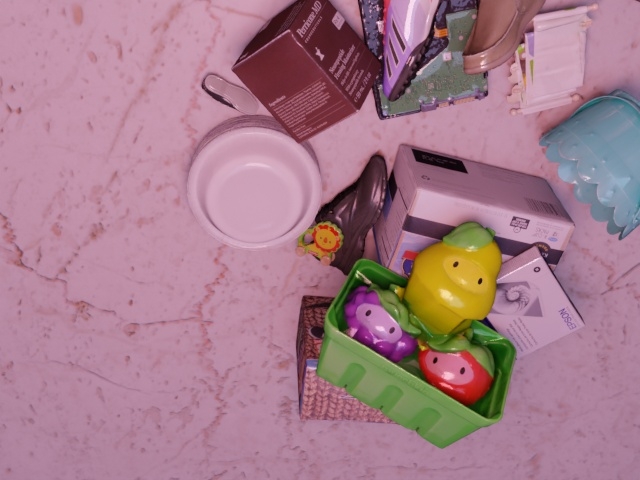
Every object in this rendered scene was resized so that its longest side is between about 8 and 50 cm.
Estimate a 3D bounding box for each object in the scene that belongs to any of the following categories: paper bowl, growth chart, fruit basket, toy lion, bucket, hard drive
[{"bbox_3d":[-0.137,-0.109,1.687,0.284,0.148,0.284,-2,116,-3],"label":"paper bowl"},{"bbox_3d":[0.467,-0.363,1.639,0.172,0.021,0.237,-6,130,-2],"label":"growth chart"},{"bbox_3d":[0.211,0.153,1.510,0.392,0.283,0.392,10,122,17],"label":"fruit basket"},{"bbox_3d":[0.000,0.000,1.739,0.100,0.034,0.096,19,118,18],"label":"toy lion"},{"bbox_3d":[0.602,-0.161,1.644,0.183,0.281,0.281,-38,113,8],"label":"bucket"},{"bbox_3d":[0.201,-0.426,1.592,0.237,0.064,0.339,-12,116,3],"label":"hard drive"}]

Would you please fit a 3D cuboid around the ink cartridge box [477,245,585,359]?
[{"bbox_3d":[0.397,0.147,1.653,0.224,0.045,0.223,-30,120,17],"label":"ink cartridge box"}]

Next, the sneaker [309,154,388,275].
[{"bbox_3d":[0.061,-0.060,1.751,0.130,0.109,0.286,20,111,-4],"label":"sneaker"}]

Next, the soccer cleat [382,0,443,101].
[{"bbox_3d":[0.163,-0.421,1.512,0.116,0.108,0.318,23,117,8],"label":"soccer cleat"}]

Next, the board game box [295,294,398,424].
[{"bbox_3d":[0.069,0.263,1.806,0.232,0.291,0.141,4,117,-6],"label":"board game box"}]

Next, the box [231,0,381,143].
[{"bbox_3d":[-0.023,-0.331,1.538,0.167,0.168,0.203,-22,121,40],"label":"box"}]

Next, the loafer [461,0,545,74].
[{"bbox_3d":[0.335,-0.418,1.523,0.102,0.268,0.092,-3,134,49],"label":"loafer"}]

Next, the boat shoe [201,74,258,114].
[{"bbox_3d":[-0.187,-0.294,1.649,0.125,0.038,0.046,26,71,-21],"label":"boat shoe"}]

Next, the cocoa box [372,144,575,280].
[{"bbox_3d":[0.311,-0.025,1.707,0.347,0.231,0.228,12,118,-10],"label":"cocoa box"}]
